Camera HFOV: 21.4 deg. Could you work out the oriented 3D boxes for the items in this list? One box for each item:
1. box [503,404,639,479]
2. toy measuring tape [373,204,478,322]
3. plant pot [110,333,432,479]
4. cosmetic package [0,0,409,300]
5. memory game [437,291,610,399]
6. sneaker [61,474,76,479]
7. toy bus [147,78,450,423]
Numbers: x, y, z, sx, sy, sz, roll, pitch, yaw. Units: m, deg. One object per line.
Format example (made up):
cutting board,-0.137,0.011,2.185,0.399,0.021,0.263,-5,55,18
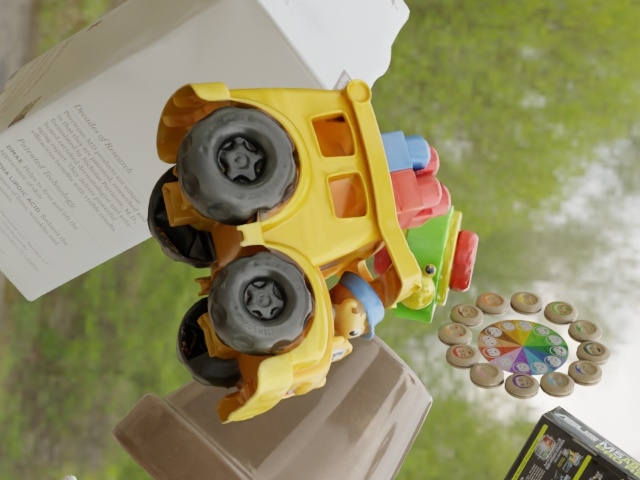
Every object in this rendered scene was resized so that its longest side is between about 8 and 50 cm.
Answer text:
box,0.305,0.374,2.070,0.060,0.216,0.270,-9,130,-60
toy measuring tape,0.127,-0.008,1.918,0.330,0.121,0.121,-63,161,-68
plant pot,-0.021,0.184,1.556,0.229,0.263,0.263,-46,178,-8
cosmetic package,-0.131,-0.125,1.462,0.156,0.385,0.217,50,32,-18
memory game,0.217,0.109,1.805,0.186,0.186,0.012,-91,-176,-56
sneaker,-0.282,0.335,1.774,0.094,0.080,0.212,-96,-153,-49
toy bus,0.000,0.000,1.169,0.149,0.211,0.220,137,-57,-66
